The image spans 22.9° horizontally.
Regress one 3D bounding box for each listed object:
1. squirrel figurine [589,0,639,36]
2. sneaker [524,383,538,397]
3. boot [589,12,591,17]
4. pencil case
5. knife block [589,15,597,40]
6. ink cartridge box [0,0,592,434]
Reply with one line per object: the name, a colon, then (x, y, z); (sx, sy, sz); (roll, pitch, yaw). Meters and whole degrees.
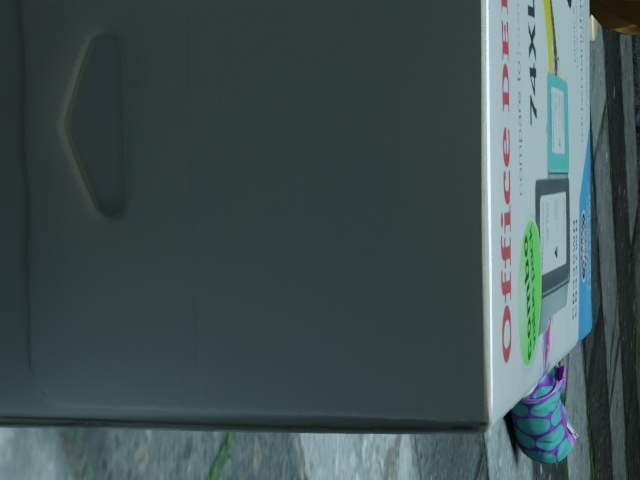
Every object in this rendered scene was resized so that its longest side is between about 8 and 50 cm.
squirrel figurine: (0.211, -0.288, 1.214); (0.370, 0.397, 0.281); (-25, 150, -56)
sneaker: (0.182, 0.082, 1.560); (0.075, 0.057, 0.161); (-18, 109, -56)
boot: (0.185, -0.217, 1.417); (0.095, 0.123, 0.258); (7, 84, -74)
pencil case: (0.238, 0.181, 1.708); (0.152, 0.070, 0.064); (67, 29, -53)
knife block: (0.252, -0.385, 1.713); (0.242, 0.088, 0.276); (56, 37, -62)
ink cartridge box: (-0.006, -0.044, 0.619); (0.270, 0.197, 0.198); (-14, 104, -73)
